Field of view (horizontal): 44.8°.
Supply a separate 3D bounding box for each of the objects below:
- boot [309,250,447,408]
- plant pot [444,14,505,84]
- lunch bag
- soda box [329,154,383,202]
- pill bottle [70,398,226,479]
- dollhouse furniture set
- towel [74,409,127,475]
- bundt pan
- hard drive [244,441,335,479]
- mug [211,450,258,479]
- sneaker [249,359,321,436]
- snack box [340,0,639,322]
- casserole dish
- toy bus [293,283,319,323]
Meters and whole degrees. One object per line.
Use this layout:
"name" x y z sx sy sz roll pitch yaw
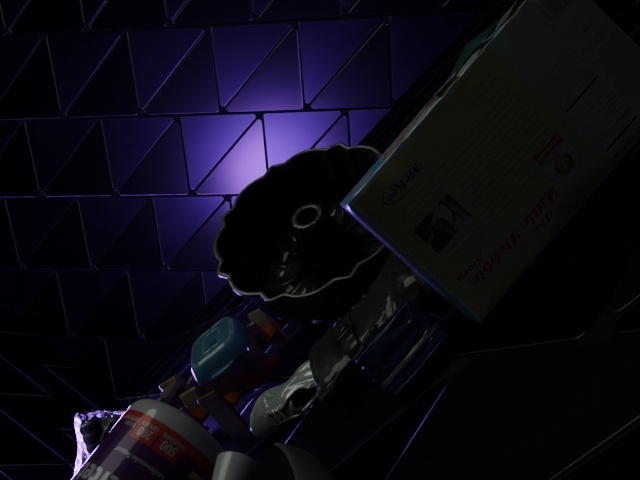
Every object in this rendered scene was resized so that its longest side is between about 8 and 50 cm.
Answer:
"boot" 0.068 0.079 1.012 0.229 0.091 0.263 -46 10 17
"plant pot" 0.220 -0.125 0.955 0.234 0.165 0.165 -58 10 -11
"lunch bag" 0.092 0.114 0.821 0.098 0.065 0.067 -49 -8 3
"soda box" 0.106 -0.104 1.476 0.263 0.083 0.092 -34 -2 -39
"pill bottle" -0.279 0.393 1.075 0.323 0.181 0.181 -54 9 -31
"dollhouse furniture set" -0.180 0.281 1.413 0.259 0.135 0.262 -32 15 28
"towel" -0.376 0.416 1.366 0.283 0.121 0.235 154 118 -66
"bundt pan" 0.000 0.000 1.247 0.331 0.124 0.331 -15 44 15
"hard drive" -0.055 0.295 0.782 0.172 0.054 0.254 -49 8 -6
"mug" -0.112 0.323 1.008 0.062 0.078 0.064 -8 38 25
"sneaker" -0.049 0.228 1.082 0.152 0.053 0.061 -45 11 20
"snack box" 0.196 -0.096 0.805 0.322 0.187 0.060 -49 8 -1
"casserole dish" -0.181 0.186 1.356 0.114 0.037 0.188 -39 14 1
"toy bus" 0.024 0.046 1.361 0.191 0.104 0.202 -46 9 17
